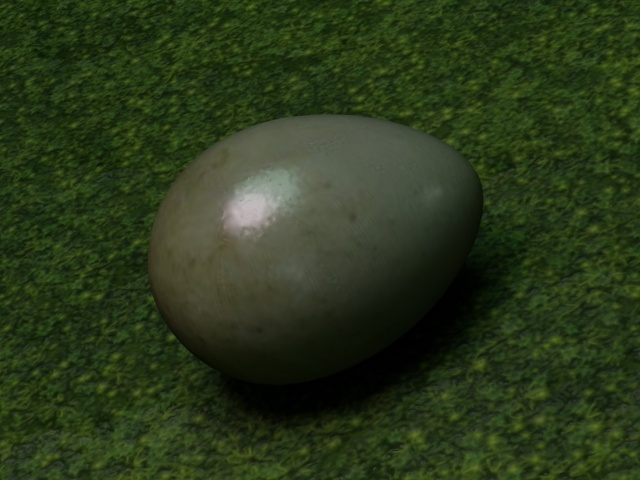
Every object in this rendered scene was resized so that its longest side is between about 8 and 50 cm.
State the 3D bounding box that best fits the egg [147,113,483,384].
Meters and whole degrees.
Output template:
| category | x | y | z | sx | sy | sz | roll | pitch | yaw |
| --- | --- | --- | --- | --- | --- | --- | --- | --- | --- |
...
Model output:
| category | x | y | z | sx | sy | sz | roll | pitch | yaw |
| --- | --- | --- | --- | --- | --- | --- | --- | --- | --- |
| egg | 0.000 | 0.000 | 1.574 | 0.295 | 0.218 | 0.218 | -19 | 32 | -9 |
